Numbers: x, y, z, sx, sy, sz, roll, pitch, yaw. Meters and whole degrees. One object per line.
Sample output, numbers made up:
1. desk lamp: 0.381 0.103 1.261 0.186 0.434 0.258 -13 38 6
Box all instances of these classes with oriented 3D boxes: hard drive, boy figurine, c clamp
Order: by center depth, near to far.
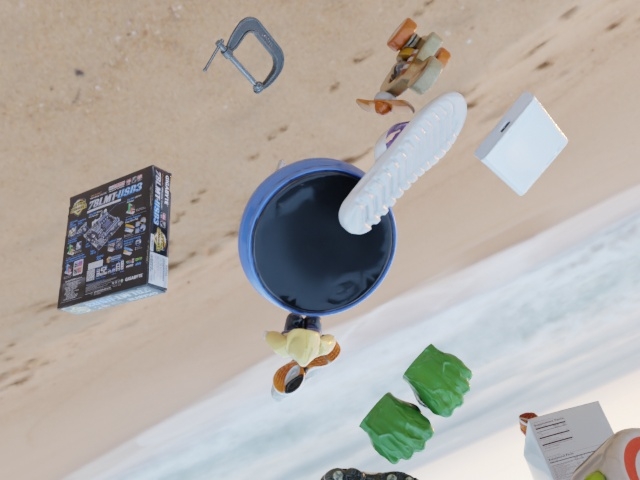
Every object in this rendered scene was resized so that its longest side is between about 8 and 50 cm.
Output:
1. c clamp: -0.130 -0.319 1.326 0.161 0.022 0.137 34 80 -50
2. boy figurine: -0.052 0.236 1.794 0.177 0.092 0.285 5 -179 1
3. hard drive: 0.537 -0.248 1.979 0.203 0.040 0.307 -51 145 10

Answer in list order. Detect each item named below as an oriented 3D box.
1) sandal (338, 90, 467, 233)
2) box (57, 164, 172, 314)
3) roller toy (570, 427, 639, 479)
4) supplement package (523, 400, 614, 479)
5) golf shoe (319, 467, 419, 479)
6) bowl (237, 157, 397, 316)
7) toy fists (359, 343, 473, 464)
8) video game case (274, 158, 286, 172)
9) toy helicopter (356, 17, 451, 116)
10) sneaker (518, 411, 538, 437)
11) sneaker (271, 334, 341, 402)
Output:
1. sandal: 0.172 -0.197 1.686 0.416 0.102 0.169 -46 147 -13
2. box: -0.476 0.003 1.732 0.295 0.293 0.073 -16 153 29
3. roller toy: 0.492 0.403 1.146 0.191 0.209 0.146 -47 166 -48
4. supplement package: 0.511 0.463 1.474 0.149 0.203 0.194 -15 142 0
5. golf shoe: 0.130 0.585 1.753 0.273 0.105 0.120 16 162 -7
6. bowl: 0.000 0.000 1.785 0.391 0.391 0.077 -21 -161 -10
7. toy fists: 0.224 0.374 1.681 0.279 0.142 0.096 -46 157 -8
8. video game case: -0.094 -0.130 2.030 0.015 0.166 0.119 -19 122 23
9. toy helicopter: 0.195 -0.368 1.689 0.235 0.140 0.355 -50 -167 10
10. sneaker: 0.536 0.477 1.808 0.064 0.067 0.175 -14 -166 -3
11. sneaker: -0.053 0.373 2.184 0.262 0.099 0.121 -32 163 -35
